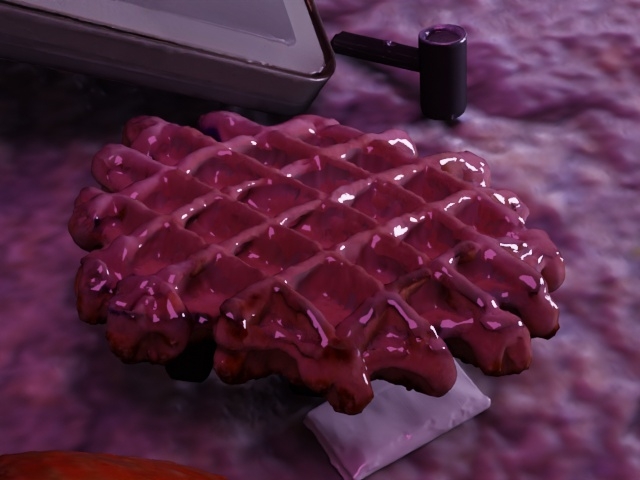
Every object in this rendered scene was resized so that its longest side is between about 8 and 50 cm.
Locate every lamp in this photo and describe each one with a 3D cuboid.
[{"bbox_3d":[-0.134,-0.191,0.985,0.266,0.047,0.269,9,48,-35],"label":"lamp"}]

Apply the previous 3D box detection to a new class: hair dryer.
[{"bbox_3d":[0.040,-0.096,1.012,0.083,0.047,0.026,16,34,28],"label":"hair dryer"}]

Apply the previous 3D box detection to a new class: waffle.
[{"bbox_3d":[0.000,0.000,0.888,0.234,0.055,0.221,8,31,-5],"label":"waffle"}]

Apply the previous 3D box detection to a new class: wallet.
[{"bbox_3d":[0.036,0.080,0.891,0.083,0.011,0.044,-26,60,-24],"label":"wallet"}]

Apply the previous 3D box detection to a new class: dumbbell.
[{"bbox_3d":[-0.032,0.052,0.887,0.083,0.040,0.036,7,83,-2],"label":"dumbbell"}]

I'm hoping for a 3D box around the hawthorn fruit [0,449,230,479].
[{"bbox_3d":[-0.060,0.172,0.690,0.262,0.210,0.210,-5,54,-20],"label":"hawthorn fruit"}]
